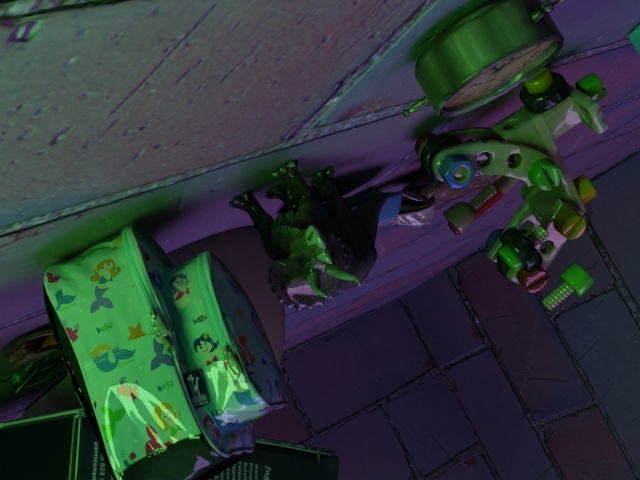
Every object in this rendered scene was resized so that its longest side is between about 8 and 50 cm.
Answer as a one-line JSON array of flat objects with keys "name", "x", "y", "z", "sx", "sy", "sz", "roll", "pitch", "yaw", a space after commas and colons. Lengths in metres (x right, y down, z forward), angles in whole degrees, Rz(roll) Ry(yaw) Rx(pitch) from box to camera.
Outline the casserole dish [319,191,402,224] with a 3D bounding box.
[{"name": "casserole dish", "x": 0.031, "y": -0.032, "z": 1.281, "sx": 0.114, "sy": 0.037, "sz": 0.188, "roll": -3, "pitch": -170, "yaw": 39}]

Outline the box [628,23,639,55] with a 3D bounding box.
[{"name": "box", "x": 0.474, "y": -0.290, "z": 1.172, "sx": 0.100, "sy": 0.060, "sz": 0.244, "roll": -26, "pitch": 172, "yaw": -13}]

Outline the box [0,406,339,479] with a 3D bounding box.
[{"name": "box", "x": -0.302, "y": 0.441, "z": 1.444, "sx": 0.480, "sy": 0.297, "sz": 0.471, "roll": -17, "pitch": 155, "yaw": 41}]

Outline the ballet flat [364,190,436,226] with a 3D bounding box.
[{"name": "ballet flat", "x": 0.093, "y": -0.050, "z": 1.427, "sx": 0.168, "sy": 0.057, "sz": 0.052, "roll": -3, "pitch": 128, "yaw": -29}]

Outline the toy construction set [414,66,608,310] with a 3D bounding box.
[{"name": "toy construction set", "x": 0.274, "y": -0.094, "z": 1.276, "sx": 0.237, "sy": 0.257, "sz": 0.309, "roll": -41, "pitch": -175, "yaw": 0}]

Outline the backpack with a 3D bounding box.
[{"name": "backpack", "x": -0.153, "y": 0.107, "z": 0.960, "sx": 0.191, "sy": 0.253, "sz": 0.225, "roll": -32, "pitch": 168, "yaw": 0}]

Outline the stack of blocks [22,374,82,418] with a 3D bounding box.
[{"name": "stack of blocks", "x": -0.389, "y": 0.273, "z": 1.749, "sx": 0.171, "sy": 0.087, "sz": 0.297, "roll": -20, "pitch": 168, "yaw": -44}]

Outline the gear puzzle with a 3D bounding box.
[{"name": "gear puzzle", "x": 0.244, "y": -0.110, "z": 1.594, "sx": 0.175, "sy": 0.044, "sz": 0.339, "roll": -23, "pitch": 173, "yaw": 20}]

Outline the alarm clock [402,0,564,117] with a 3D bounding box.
[{"name": "alarm clock", "x": 0.159, "y": -0.175, "z": 0.870, "sx": 0.129, "sy": 0.064, "sz": 0.192, "roll": -20, "pitch": 171, "yaw": -40}]

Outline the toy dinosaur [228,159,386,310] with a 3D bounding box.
[{"name": "toy dinosaur", "x": 0.000, "y": 0.000, "z": 1.094, "sx": 0.121, "sy": 0.160, "sz": 0.313, "roll": -30, "pitch": 170, "yaw": 18}]

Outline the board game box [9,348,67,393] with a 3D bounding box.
[{"name": "board game box", "x": -0.347, "y": 0.161, "z": 1.424, "sx": 0.186, "sy": 0.026, "sz": 0.126, "roll": -21, "pitch": 170, "yaw": -38}]

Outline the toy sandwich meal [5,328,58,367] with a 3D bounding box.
[{"name": "toy sandwich meal", "x": -0.346, "y": 0.135, "z": 1.224, "sx": 0.085, "sy": 0.029, "sz": 0.085, "roll": -17, "pitch": 165, "yaw": -5}]

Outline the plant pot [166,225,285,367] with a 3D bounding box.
[{"name": "plant pot", "x": -0.158, "y": 0.131, "z": 1.286, "sx": 0.284, "sy": 0.191, "sz": 0.284, "roll": -27, "pitch": 171, "yaw": -5}]
